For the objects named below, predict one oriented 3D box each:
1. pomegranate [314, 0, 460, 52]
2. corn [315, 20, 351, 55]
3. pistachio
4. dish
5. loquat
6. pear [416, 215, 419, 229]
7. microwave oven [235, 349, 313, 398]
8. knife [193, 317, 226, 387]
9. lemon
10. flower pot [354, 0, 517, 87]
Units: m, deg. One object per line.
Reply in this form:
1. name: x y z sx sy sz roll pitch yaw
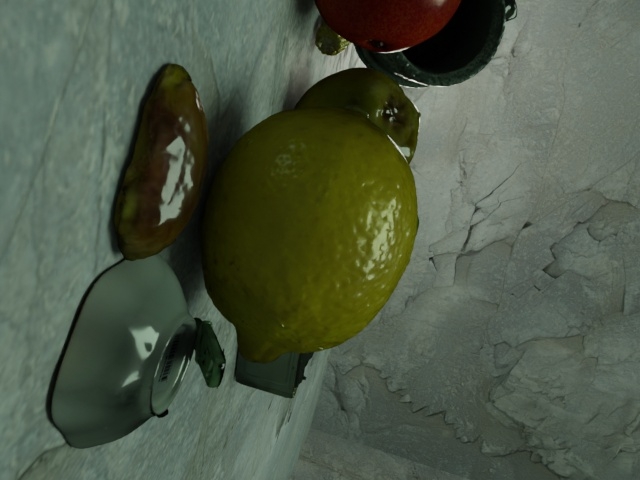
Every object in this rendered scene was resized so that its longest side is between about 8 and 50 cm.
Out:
1. pomegranate: 0.097 -0.395 0.846 0.221 0.221 0.256 68 22 -78
2. corn: 0.044 -0.380 1.037 0.067 0.068 0.206 98 13 -45
3. pistachio: -0.125 -0.062 0.520 0.089 0.049 0.172 8 98 -83
4. dish: -0.159 0.105 0.550 0.191 0.066 0.190 16 90 -83
5. loquat: 0.039 -0.169 0.996 0.246 0.213 0.213 -12 -129 49
6. pear: 0.059 -0.034 1.195 0.292 0.293 0.159 89 9 -65
7. microwave oven: -0.063 0.169 1.150 0.205 0.129 0.163 -64 169 -55
8. knife: -0.121 0.102 0.622 0.293 0.020 0.043 -172 -86 -75
9. lemon: -0.015 -0.007 0.700 0.245 0.245 0.319 0 112 -82
10. flower pot: 0.212 -0.455 1.204 0.283 0.299 0.298 -112 -146 -72
